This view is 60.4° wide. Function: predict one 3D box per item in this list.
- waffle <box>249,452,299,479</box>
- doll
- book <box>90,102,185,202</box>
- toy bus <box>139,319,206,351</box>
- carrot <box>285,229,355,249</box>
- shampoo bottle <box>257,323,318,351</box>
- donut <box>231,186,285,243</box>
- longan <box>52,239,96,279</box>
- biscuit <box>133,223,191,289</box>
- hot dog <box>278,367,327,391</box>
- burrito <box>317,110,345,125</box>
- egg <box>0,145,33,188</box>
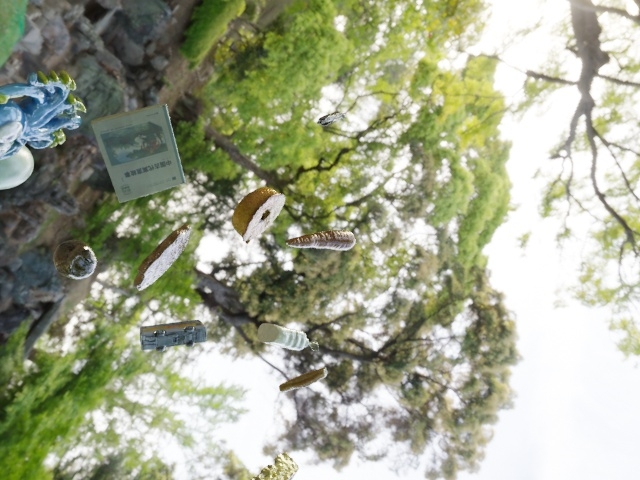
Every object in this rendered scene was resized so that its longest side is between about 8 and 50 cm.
[{"bbox_3d":[-0.153,0.556,1.110,0.274,0.057,0.167,-13,133,-63],"label":"waffle"},{"bbox_3d":[-0.652,-0.241,1.190,0.346,0.098,0.341,-30,179,29],"label":"doll"},{"bbox_3d":[-0.523,-0.252,1.604,0.215,0.282,0.025,-19,-133,-15],"label":"book"},{"bbox_3d":[-0.442,0.283,1.647,0.075,0.191,0.064,37,-54,56],"label":"toy bus"},{"bbox_3d":[0.000,0.000,1.184,0.048,0.216,0.048,1,-88,43],"label":"carrot"},{"bbox_3d":[-0.065,0.218,1.218,0.077,0.152,0.045,-2,-107,42],"label":"shampoo bottle"},{"bbox_3d":[-0.189,-0.085,1.624,0.190,0.075,0.174,-42,162,-43],"label":"donut"},{"bbox_3d":[-0.622,0.048,1.407,0.119,0.106,0.106,-10,-140,28],"label":"longan"},{"bbox_3d":[-0.557,0.062,1.967,0.273,0.049,0.257,-54,-178,-40],"label":"biscuit"},{"bbox_3d":[-0.046,0.358,1.397,0.137,0.028,0.044,-22,-179,13],"label":"hot dog"},{"bbox_3d":[0.042,-0.491,2.205,0.051,0.042,0.171,-9,-162,34],"label":"burrito"},{"bbox_3d":[-0.973,-0.237,1.656,0.168,0.168,0.231,-45,176,15],"label":"egg"}]
